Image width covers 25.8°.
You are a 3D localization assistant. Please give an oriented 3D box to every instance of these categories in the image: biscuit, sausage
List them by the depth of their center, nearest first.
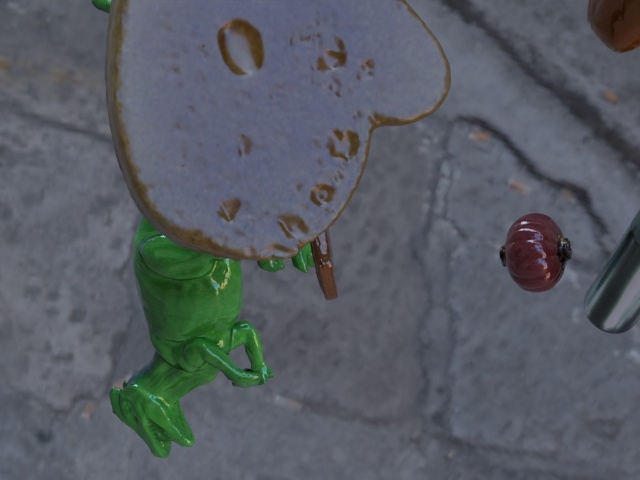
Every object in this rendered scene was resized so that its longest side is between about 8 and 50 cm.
[{"bbox_3d":[-0.035,-0.154,1.168,0.287,0.057,0.343,0,88,-12],"label":"biscuit"},{"bbox_3d":[0.000,0.000,1.345,0.019,0.102,0.130,-11,32,2],"label":"biscuit"},{"bbox_3d":[0.377,-0.294,1.514,0.098,0.238,0.098,17,51,-23],"label":"sausage"}]

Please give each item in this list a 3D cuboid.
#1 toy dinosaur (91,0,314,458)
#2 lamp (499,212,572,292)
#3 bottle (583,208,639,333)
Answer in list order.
[{"bbox_3d":[-0.208,-0.006,1.662,0.500,0.374,0.144,55,33,-6],"label":"toy dinosaur"},{"bbox_3d":[0.288,0.016,1.870,0.092,0.107,0.107,-6,38,23],"label":"lamp"},{"bbox_3d":[0.414,0.022,1.769,0.096,0.253,0.079,-33,67,-30],"label":"bottle"}]
